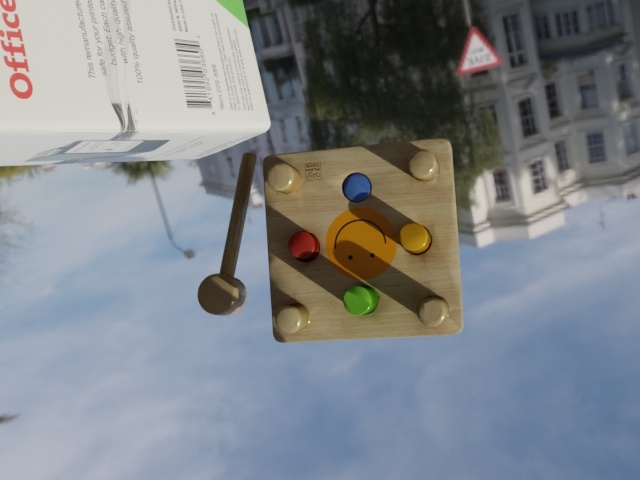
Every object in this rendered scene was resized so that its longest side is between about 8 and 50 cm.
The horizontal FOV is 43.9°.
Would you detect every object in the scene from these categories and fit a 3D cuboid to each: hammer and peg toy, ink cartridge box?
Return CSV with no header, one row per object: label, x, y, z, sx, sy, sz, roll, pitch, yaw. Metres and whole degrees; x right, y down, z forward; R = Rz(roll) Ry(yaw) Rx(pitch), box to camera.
hammer and peg toy,0.000,0.000,1.048,0.361,0.266,0.127,-3,178,13
ink cartridge box,-0.201,-0.181,0.694,0.121,0.211,0.289,-14,176,40
